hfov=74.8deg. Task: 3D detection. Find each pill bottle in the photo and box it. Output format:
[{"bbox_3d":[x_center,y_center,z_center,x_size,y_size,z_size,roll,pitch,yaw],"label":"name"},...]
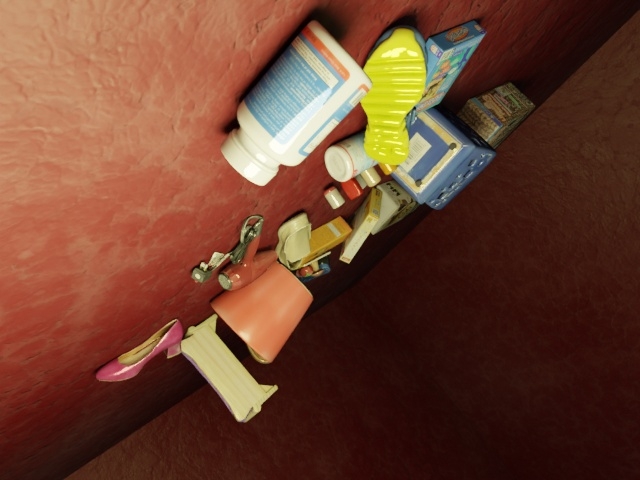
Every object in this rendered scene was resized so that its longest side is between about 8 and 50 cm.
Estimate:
[{"bbox_3d":[-0.043,-0.189,0.611,0.221,0.124,0.124,-43,167,17],"label":"pill bottle"},{"bbox_3d":[0.094,-0.208,0.998,0.160,0.087,0.087,-31,165,-29],"label":"pill bottle"}]

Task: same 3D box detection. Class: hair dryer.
[{"bbox_3d":[-0.187,0.048,1.114,0.223,0.080,0.293,-41,167,6],"label":"hair dryer"}]

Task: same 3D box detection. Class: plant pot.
[{"bbox_3d":[0.303,-0.239,1.164,0.236,0.236,0.212,-50,158,26],"label":"plant pot"},{"bbox_3d":[-0.173,0.210,1.353,0.243,0.275,0.275,-46,169,-14],"label":"plant pot"}]

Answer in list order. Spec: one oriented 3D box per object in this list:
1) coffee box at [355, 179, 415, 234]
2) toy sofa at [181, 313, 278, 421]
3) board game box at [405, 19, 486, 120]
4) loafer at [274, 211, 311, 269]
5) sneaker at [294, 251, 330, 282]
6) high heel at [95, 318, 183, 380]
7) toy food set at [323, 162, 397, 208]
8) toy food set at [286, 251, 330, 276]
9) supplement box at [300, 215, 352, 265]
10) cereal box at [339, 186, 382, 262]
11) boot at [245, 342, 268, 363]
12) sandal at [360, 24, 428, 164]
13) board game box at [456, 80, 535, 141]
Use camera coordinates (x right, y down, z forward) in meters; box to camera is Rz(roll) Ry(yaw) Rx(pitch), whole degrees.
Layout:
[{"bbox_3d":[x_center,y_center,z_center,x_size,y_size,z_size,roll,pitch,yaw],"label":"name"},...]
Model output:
[{"bbox_3d":[0.298,-0.154,1.669,0.297,0.119,0.168,-25,160,-45],"label":"coffee box"},{"bbox_3d":[-0.339,0.454,1.442,0.177,0.362,0.150,-36,169,-43],"label":"toy sofa"},{"bbox_3d":[0.264,-0.383,0.965,0.160,0.047,0.210,-33,165,-29],"label":"board game box"},{"bbox_3d":[-0.071,0.007,1.259,0.102,0.092,0.268,-34,166,-23],"label":"loafer"},{"bbox_3d":[-0.059,0.107,1.667,0.232,0.090,0.081,-21,149,29],"label":"sneaker"},{"bbox_3d":[-0.504,0.305,1.177,0.244,0.082,0.117,-13,122,-34],"label":"high heel"},{"bbox_3d":[0.080,-0.175,1.131,0.232,0.104,0.111,-27,-168,42],"label":"toy food set"},{"bbox_3d":[-0.051,0.107,1.533,0.128,0.071,0.218,-28,-173,-32],"label":"toy food set"},{"bbox_3d":[0.000,0.000,1.471,0.233,0.080,0.078,-31,164,-37],"label":"supplement box"},{"bbox_3d":[0.146,-0.054,1.522,0.173,0.047,0.240,-76,-167,-50],"label":"cereal box"},{"bbox_3d":[-0.209,0.294,1.517,0.112,0.305,0.115,13,130,-25],"label":"boot"},{"bbox_3d":[0.146,-0.296,0.842,0.317,0.126,0.138,88,18,-66],"label":"sandal"},{"bbox_3d":[0.606,-0.425,1.554,0.291,0.141,0.232,-31,165,-33],"label":"board game box"}]
